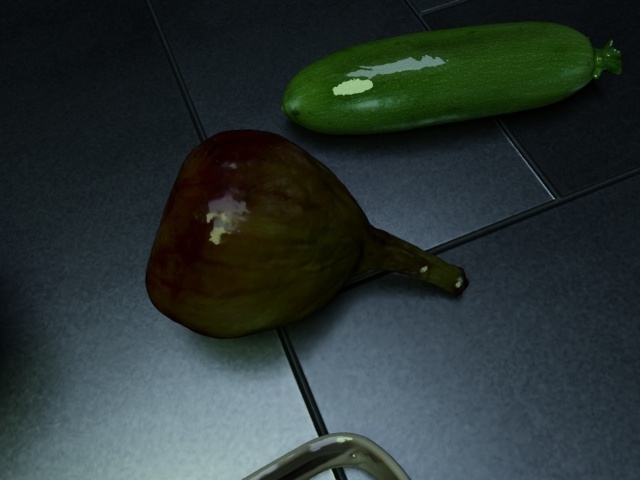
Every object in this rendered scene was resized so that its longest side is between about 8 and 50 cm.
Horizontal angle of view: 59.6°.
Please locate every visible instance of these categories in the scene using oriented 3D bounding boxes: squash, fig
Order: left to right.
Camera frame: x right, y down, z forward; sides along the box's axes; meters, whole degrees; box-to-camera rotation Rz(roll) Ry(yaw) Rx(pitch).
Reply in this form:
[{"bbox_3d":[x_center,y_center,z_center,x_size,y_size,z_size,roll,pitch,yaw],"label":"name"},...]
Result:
[{"bbox_3d":[-0.019,0.012,0.537,0.290,0.191,0.190,17,53,-35],"label":"fig"},{"bbox_3d":[0.150,-0.187,0.638,0.396,0.107,0.107,-8,61,-3],"label":"squash"}]

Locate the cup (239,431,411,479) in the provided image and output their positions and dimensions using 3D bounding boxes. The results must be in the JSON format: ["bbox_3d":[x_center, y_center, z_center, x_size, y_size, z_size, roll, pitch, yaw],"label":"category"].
[{"bbox_3d":[0.010,0.282,0.349,0.273,0.288,0.208,-14,97,-6],"label":"cup"}]
